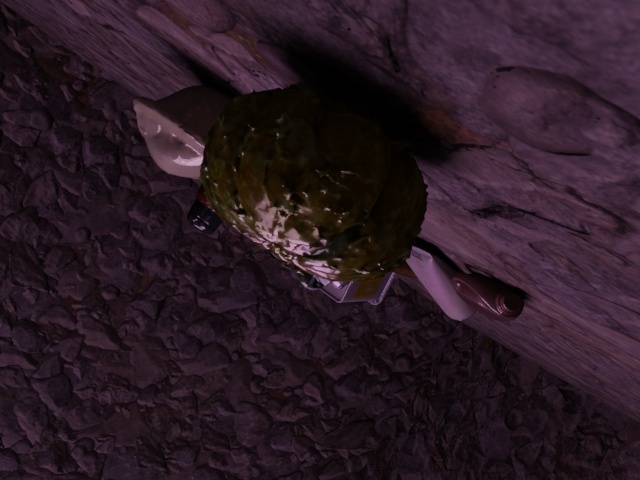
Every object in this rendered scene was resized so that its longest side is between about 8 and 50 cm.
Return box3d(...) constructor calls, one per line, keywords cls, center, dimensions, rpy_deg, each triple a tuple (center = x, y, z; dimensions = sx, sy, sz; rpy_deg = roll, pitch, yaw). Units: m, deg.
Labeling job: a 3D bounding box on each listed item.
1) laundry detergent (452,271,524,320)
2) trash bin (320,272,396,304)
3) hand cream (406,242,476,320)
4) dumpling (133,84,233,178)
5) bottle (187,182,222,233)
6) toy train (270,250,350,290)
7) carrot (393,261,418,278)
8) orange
box3d(cls="laundry detergent", center=(0.404, 0.131, 1.227), dimensions=(0.171, 0.076, 0.237), rpy_deg=(34, 178, 11))
box3d(cls="trash bin", center=(0.131, 0.125, 2.168), dimensions=(0.296, 0.255, 0.368), rpy_deg=(35, -160, 28))
box3d(cls="hand cream", center=(0.340, 0.101, 1.452), dimensions=(0.359, 0.118, 0.185), rpy_deg=(44, 177, -35))
box3d(cls="dumpling", center=(-0.231, -0.211, 1.170), dimensions=(0.315, 0.233, 0.395), rpy_deg=(40, -169, 20))
box3d(cls="bottle", center=(-0.298, -0.175, 1.610), dimensions=(0.144, 0.336, 0.144), rpy_deg=(33, 179, 1))
box3d(cls="toy train", center=(0.000, 0.000, 1.567), dimensions=(0.307, 0.249, 0.173), rpy_deg=(47, 138, 0))
box3d(cls="carrot", center=(0.227, 0.077, 1.782), dimensions=(0.342, 0.070, 0.070), rpy_deg=(12, -179, -6))
box3d(cls="orange", center=(-0.011, -0.079, 0.654), dimensions=(0.301, 0.223, 0.300), rpy_deg=(35, 163, -35))
